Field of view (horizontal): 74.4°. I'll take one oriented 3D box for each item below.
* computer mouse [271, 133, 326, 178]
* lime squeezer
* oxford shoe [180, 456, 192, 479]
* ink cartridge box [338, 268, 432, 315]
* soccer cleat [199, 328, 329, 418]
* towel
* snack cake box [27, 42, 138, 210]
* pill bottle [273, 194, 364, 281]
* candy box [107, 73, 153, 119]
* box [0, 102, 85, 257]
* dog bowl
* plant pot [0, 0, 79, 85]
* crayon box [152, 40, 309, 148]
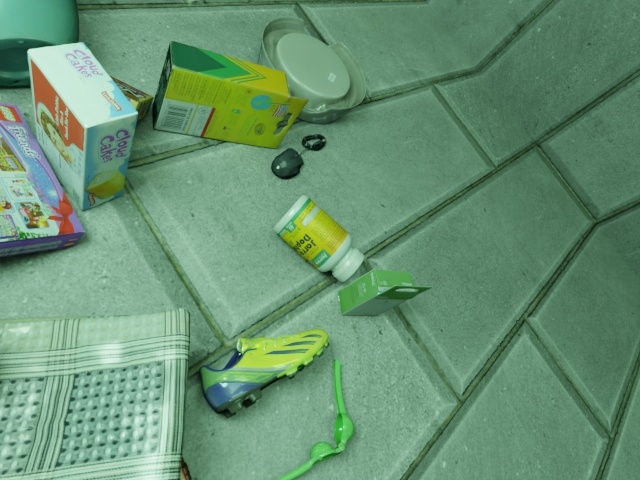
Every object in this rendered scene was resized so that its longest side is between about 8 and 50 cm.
[{"bbox_3d":[-0.051,-0.242,1.158,0.071,0.041,0.242,44,49,-3],"label":"computer mouse"},{"bbox_3d":[0.002,0.383,0.829,0.110,0.059,0.310,45,51,-4],"label":"lime squeezer"},{"bbox_3d":[-0.247,0.410,0.608,0.146,0.141,0.397,-21,69,-22],"label":"oxford shoe"},{"bbox_3d":[0.142,0.114,0.969,0.108,0.209,0.062,7,61,-29],"label":"ink cartridge box"},{"bbox_3d":[-0.100,0.227,0.831,0.289,0.093,0.121,-22,71,-39],"label":"soccer cleat"},{"bbox_3d":[-0.354,0.244,0.588,0.323,0.056,0.313,-3,59,-4],"label":"towel"},{"bbox_3d":[-0.421,-0.187,0.745,0.089,0.264,0.152,-34,85,-38],"label":"snack cake box"},{"bbox_3d":[0.000,0.000,1.004,0.208,0.117,0.118,42,50,-6],"label":"pill bottle"},{"bbox_3d":[-0.423,-0.298,0.879,0.109,0.053,0.187,23,16,-20],"label":"candy box"},{"bbox_3d":[-0.560,-0.109,0.702,0.294,0.057,0.200,58,26,8],"label":"box"},{"bbox_3d":[-0.032,-0.508,1.281,0.348,0.102,0.349,15,58,-25],"label":"dog bowl"},{"bbox_3d":[-0.595,-0.434,0.773,0.292,0.292,0.236,-20,92,-38],"label":"plant pot"},{"bbox_3d":[-0.214,-0.326,0.999,0.318,0.202,0.081,3,63,-32],"label":"crayon box"}]
